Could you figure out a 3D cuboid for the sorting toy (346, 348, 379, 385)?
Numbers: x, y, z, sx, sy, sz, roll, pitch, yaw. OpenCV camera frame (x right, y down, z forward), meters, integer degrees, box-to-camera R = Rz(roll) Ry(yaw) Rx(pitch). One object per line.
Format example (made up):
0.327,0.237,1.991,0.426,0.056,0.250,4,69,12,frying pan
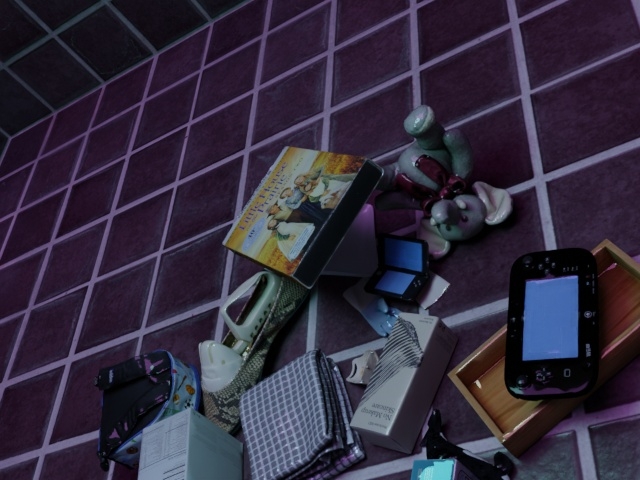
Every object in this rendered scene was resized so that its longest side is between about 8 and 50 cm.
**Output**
0.091,0.289,1.905,0.075,0.045,0.083,-10,49,46,sorting toy

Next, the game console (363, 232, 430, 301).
0.171,0.061,1.959,0.144,0.085,0.124,10,51,41,game console

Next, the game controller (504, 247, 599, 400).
0.430,0.150,1.586,0.166,0.067,0.319,-15,47,33,game controller

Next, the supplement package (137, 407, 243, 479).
-0.287,0.522,1.903,0.149,0.194,0.203,-28,40,21,supplement package

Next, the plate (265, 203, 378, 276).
0.000,0.000,2.139,0.277,0.045,0.278,2,40,-3,plate

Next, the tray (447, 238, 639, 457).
0.460,0.200,1.625,0.411,0.076,0.203,-41,37,3,tray

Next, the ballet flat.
-0.192,0.233,2.095,0.164,0.182,0.483,6,60,47,ballet flat

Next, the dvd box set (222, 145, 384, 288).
-0.054,-0.070,1.979,0.308,0.062,0.420,-57,28,-7,dvd box set

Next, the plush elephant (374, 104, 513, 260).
0.273,-0.102,1.948,0.272,0.330,0.255,-43,59,23,plush elephant

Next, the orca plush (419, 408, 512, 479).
0.261,0.413,1.582,0.151,0.102,0.287,-37,38,9,orca plush

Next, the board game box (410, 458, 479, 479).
0.236,0.522,1.313,0.079,0.336,0.254,-12,48,35,board game box

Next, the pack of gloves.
0.164,0.108,2.000,0.195,0.046,0.232,-45,38,0,pack of gloves

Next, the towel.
-0.054,0.399,1.866,0.235,0.121,0.284,-34,39,15,towel

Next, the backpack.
-0.410,0.410,2.104,0.263,0.213,0.276,-41,43,25,backpack

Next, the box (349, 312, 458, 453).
0.175,0.292,1.779,0.113,0.094,0.275,2,56,43,box
